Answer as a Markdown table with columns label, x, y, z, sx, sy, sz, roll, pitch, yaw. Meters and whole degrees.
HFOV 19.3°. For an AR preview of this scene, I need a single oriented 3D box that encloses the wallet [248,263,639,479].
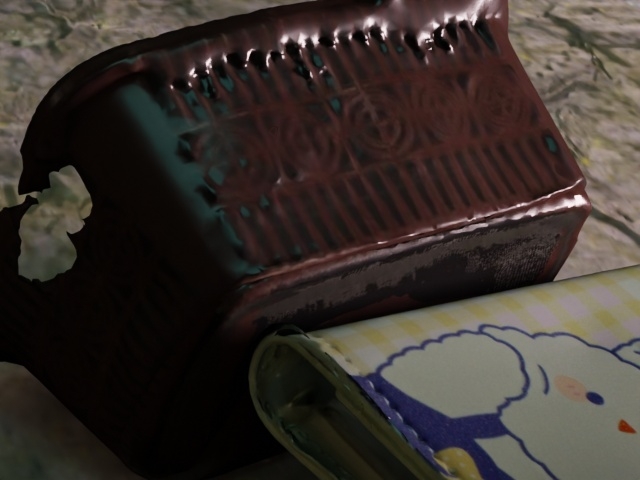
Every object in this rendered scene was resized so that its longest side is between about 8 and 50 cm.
| label | x | y | z | sx | sy | sz | roll | pitch | yaw |
| --- | --- | --- | --- | --- | --- | --- | --- | --- | --- |
| wallet | 0.148 | 0.092 | 0.838 | 0.309 | 0.077 | 0.223 | -10 | 44 | -44 |

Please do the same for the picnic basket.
| label | x | y | z | sx | sy | sz | roll | pitch | yaw |
| --- | --- | --- | --- | --- | --- | --- | --- | --- | --- |
| picnic basket | 0.000 | 0.000 | 0.897 | 0.297 | 0.222 | 0.129 | -16 | 55 | -38 |
